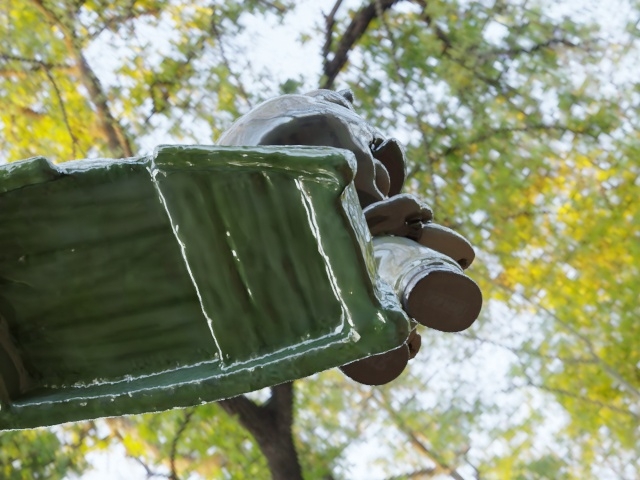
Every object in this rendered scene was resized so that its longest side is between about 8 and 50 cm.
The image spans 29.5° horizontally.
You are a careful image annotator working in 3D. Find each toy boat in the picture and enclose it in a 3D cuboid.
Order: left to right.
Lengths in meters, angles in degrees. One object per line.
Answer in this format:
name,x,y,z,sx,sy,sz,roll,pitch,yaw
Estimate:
toy boat,-0.106,0.020,0.418,0.055,0.293,0.093,-47,-58,-61

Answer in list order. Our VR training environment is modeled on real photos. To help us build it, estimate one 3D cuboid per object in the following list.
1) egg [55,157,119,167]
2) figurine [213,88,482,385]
egg,-0.161,0.014,0.791,0.172,0.132,0.132,-47,-44,-32
figurine,0.001,0.001,1.091,0.203,0.380,0.248,26,-80,-31
